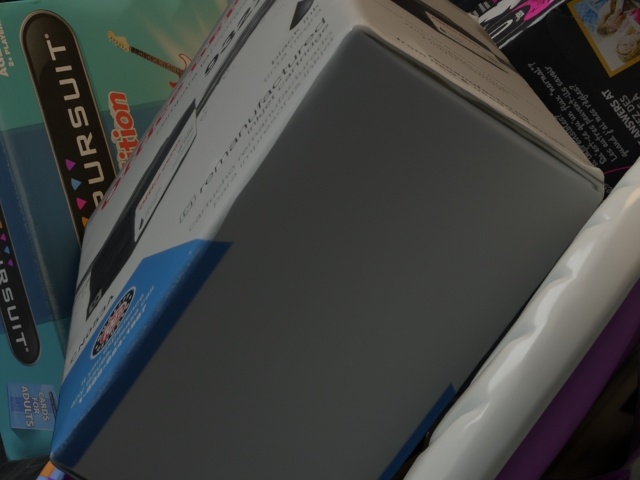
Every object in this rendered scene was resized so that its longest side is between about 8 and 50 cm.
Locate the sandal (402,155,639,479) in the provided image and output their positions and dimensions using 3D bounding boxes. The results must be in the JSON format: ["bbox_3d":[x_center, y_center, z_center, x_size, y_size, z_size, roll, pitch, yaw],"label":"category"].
[{"bbox_3d":[0.163,0.016,0.711,0.416,0.102,0.169,-46,-16,-29],"label":"sandal"}]

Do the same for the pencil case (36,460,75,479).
[{"bbox_3d":[-0.099,0.157,0.988,0.104,0.104,0.236,-38,8,-19],"label":"pencil case"}]

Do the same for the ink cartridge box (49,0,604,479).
[{"bbox_3d":[-0.011,-0.015,0.823,0.223,0.129,0.307,-55,15,13],"label":"ink cartridge box"}]

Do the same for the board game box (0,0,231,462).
[{"bbox_3d":[-0.082,-0.032,1.097,0.079,0.254,0.336,-15,2,41],"label":"board game box"}]

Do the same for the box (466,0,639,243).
[{"bbox_3d":[0.173,-0.090,1.073,0.142,0.163,0.247,-36,10,10],"label":"box"}]
